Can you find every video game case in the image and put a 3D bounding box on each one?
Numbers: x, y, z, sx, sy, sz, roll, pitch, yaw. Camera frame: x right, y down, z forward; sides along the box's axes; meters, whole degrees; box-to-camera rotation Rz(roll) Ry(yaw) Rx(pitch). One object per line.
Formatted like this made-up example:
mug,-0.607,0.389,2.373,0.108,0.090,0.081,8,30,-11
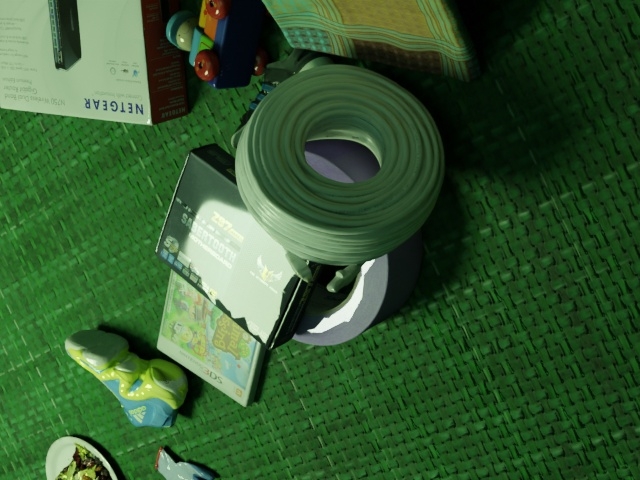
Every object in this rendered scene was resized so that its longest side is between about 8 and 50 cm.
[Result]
video game case,-0.161,0.123,1.833,0.193,0.023,0.212,29,121,26

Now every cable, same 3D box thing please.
cable,0.023,-0.096,1.466,0.257,0.257,0.089,48,158,17

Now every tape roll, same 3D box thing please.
tape roll,0.000,0.000,1.624,0.274,0.090,0.275,13,112,34

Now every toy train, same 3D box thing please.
toy train,-0.132,-0.342,1.606,0.143,0.105,0.248,37,126,38

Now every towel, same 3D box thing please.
towel,0.023,-0.292,1.343,0.271,0.370,0.040,15,75,24

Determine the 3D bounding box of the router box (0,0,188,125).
router box,-0.355,-0.338,1.779,0.335,0.082,0.301,9,111,35

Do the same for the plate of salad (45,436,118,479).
plate of salad,-0.429,0.447,2.137,0.200,0.048,0.200,13,113,34

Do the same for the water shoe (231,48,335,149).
water shoe,-0.053,-0.197,1.620,0.203,0.073,0.080,-38,61,35

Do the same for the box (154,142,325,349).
box,-0.106,0.007,1.610,0.232,0.059,0.183,38,124,21

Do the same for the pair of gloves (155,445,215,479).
pair of gloves,-0.229,0.446,2.001,0.159,0.023,0.198,32,122,27

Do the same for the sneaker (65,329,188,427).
sneaker,-0.325,0.237,1.955,0.240,0.091,0.126,22,119,29
